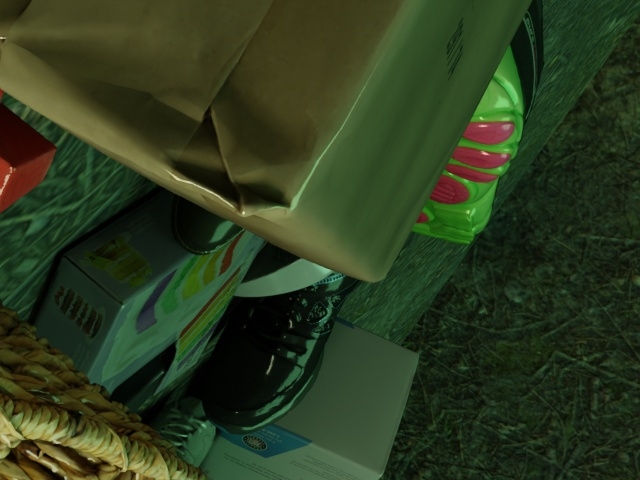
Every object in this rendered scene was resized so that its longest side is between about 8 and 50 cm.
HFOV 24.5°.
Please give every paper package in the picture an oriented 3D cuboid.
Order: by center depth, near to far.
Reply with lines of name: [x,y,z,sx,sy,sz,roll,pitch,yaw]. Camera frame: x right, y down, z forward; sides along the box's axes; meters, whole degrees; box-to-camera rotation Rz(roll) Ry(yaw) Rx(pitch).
paper package: [0.011,-0.153,0.749,0.309,0.168,0.325,-61,169,-2]

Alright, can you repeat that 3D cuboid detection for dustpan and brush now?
dustpan and brush: [0.000,0.000,1.471,0.147,0.211,0.060,-48,127,-30]

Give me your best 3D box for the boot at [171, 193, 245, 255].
boot: [-0.032,-0.085,1.080,0.219,0.082,0.106,-58,-163,-10]

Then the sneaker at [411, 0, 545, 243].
sneaker: [0.111,-0.128,1.321,0.202,0.185,0.483,-65,-176,-13]

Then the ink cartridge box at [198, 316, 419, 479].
ink cartridge box: [-0.032,0.245,1.858,0.270,0.198,0.197,119,-5,-48]

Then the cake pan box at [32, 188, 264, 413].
cake pan box: [-0.153,0.065,1.217,0.246,0.070,0.267,-35,162,-50]

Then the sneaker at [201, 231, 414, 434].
sneaker: [-0.031,0.055,1.625,0.341,0.125,0.139,-56,157,-8]

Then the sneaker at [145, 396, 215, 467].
sneaker: [-0.173,0.227,1.661,0.121,0.099,0.262,-57,178,-8]

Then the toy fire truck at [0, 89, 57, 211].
toy fire truck: [-0.189,-0.053,0.704,0.192,0.047,0.135,-37,163,-53]

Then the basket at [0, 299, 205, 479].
basket: [-0.245,0.190,0.833,0.299,0.223,0.213,-51,170,5]
